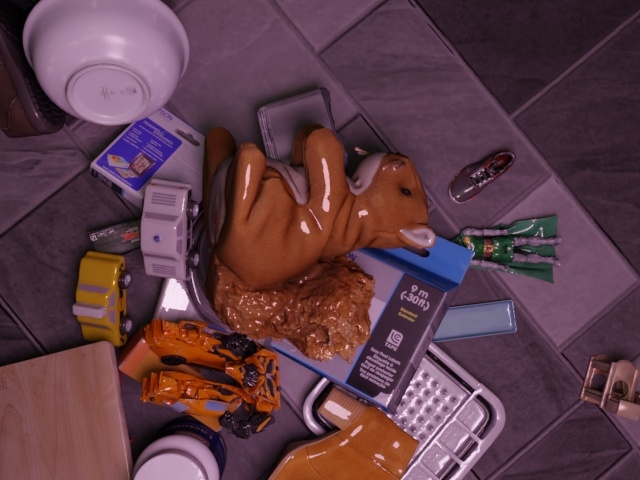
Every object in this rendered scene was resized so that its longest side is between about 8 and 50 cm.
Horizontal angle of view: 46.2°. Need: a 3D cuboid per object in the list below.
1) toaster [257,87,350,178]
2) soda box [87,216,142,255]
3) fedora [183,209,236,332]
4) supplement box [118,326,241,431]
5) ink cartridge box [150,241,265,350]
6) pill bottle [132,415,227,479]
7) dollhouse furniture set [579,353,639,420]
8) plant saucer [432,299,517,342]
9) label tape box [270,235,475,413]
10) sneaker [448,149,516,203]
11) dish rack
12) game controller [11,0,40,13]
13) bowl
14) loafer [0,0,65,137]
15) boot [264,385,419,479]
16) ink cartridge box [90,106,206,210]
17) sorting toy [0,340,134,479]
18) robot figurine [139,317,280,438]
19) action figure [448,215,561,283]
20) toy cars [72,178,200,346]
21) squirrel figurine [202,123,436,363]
[{"bbox_3d":[-0.034,-0.194,1.447,0.146,0.129,0.227,-14,65,-1],"label":"toaster"},{"bbox_3d":[-0.363,-0.011,1.475,0.169,0.053,0.060,-17,89,-3],"label":"soda box"},{"bbox_3d":[-0.133,0.046,1.419,0.243,0.124,0.275,-1,92,-19],"label":"fedora"},{"bbox_3d":[-0.266,0.264,1.426,0.233,0.080,0.078,39,90,-17],"label":"supplement box"},{"bbox_3d":[-0.203,0.111,1.490,0.224,0.056,0.181,18,87,-21],"label":"ink cartridge box"},{"bbox_3d":[-0.254,0.417,1.358,0.153,0.264,0.153,0,88,-3],"label":"pill bottle"},{"bbox_3d":[0.620,0.292,1.445,0.161,0.182,0.101,17,87,-2],"label":"dollhouse furniture set"},{"bbox_3d":[0.298,0.163,1.518,0.192,0.018,0.067,-7,88,-2],"label":"plant saucer"},{"bbox_3d":[0.102,0.109,1.407,0.249,0.115,0.348,25,80,20],"label":"label tape box"},{"bbox_3d":[0.325,-0.135,1.506,0.158,0.065,0.061,-39,90,-4],"label":"sneaker"},{"bbox_3d":[0.161,0.336,1.478,0.333,0.072,0.285,41,87,-1],"label":"dish rack"},{"bbox_3d":[-0.533,-0.474,1.407,0.319,0.166,0.067,36,122,-18],"label":"game controller"},{"bbox_3d":[-0.383,-0.304,1.354,0.298,0.298,0.134,-8,56,-3],"label":"bowl"},{"bbox_3d":[-0.619,-0.359,1.436,0.130,0.134,0.366,-22,83,14],"label":"loafer"},{"bbox_3d":[0.030,0.438,1.389,0.211,0.104,0.295,37,94,1],"label":"boot"},{"bbox_3d":[-0.303,-0.146,1.469,0.206,0.045,0.208,35,56,-1],"label":"ink cartridge box"},{"bbox_3d":[-0.472,0.342,1.405,0.255,0.089,0.257,-15,78,10],"label":"sorting toy"},{"bbox_3d":[-0.185,0.246,1.372,0.291,0.085,0.211,20,50,-35],"label":"robot figurine"},{"bbox_3d":[0.362,0.017,1.507,0.232,0.063,0.137,2,91,1],"label":"action figure"},{"bbox_3d":[-0.349,0.056,1.378,0.176,0.087,0.393,46,112,-2],"label":"toy cars"},{"bbox_3d":[0.000,0.000,1.284,0.370,0.281,0.397,2,95,-21],"label":"squirrel figurine"}]
